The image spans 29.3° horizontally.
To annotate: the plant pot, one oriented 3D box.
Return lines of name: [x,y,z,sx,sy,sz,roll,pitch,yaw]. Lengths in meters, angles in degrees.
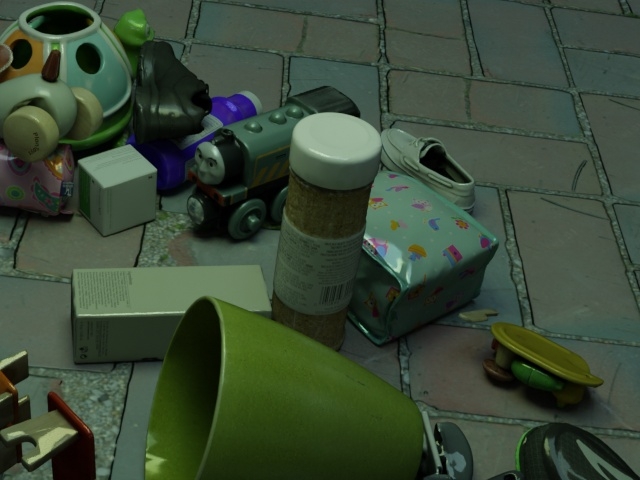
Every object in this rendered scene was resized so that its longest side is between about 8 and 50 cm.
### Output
plant pot: [-0.032,0.232,1.499,0.293,0.275,0.275,14,34,-20]

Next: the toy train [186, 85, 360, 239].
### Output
toy train: [-0.075,-0.132,2.005,0.334,0.190,0.142,-22,46,-36]

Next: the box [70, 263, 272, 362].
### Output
box: [-0.214,0.102,1.740,0.275,0.094,0.113,0,38,-13]

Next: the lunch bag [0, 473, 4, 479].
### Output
lunch bag: [-0.410,0.278,1.476,0.053,0.071,0.083,3,38,-6]

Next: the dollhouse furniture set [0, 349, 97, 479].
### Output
dollhouse furniture set: [-0.273,0.278,1.350,0.135,0.259,0.262,-26,49,-35]

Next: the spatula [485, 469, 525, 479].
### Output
spatula: [0.110,0.347,1.456,0.296,0.030,0.084,-28,43,2]

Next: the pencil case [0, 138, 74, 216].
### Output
pencil case: [-0.528,-0.105,1.929,0.284,0.124,0.124,5,37,-8]

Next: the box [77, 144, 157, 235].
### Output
box: [-0.324,-0.080,1.953,0.102,0.101,0.087,-22,47,-34]

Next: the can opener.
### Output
can opener: [0.170,0.330,1.538,0.095,0.076,0.283,0,38,-12]

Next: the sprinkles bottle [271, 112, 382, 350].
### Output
sprinkles bottle: [0.000,0.000,1.705,0.121,0.355,0.121,6,37,-5]

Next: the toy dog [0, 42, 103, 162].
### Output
toy dog: [-0.502,-0.237,1.881,0.333,0.161,0.220,6,26,-3]

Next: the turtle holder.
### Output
turtle holder: [-0.413,-0.281,2.096,0.320,0.227,0.243,-9,40,-24]

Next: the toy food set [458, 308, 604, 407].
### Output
toy food set: [0.301,0.180,1.787,0.218,0.071,0.128,29,17,21]

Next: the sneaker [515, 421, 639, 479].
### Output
sneaker: [0.410,0.371,1.432,0.185,0.202,0.483,-12,42,-28]

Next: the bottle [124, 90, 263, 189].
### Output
bottle: [-0.210,-0.182,2.123,0.118,0.092,0.283,22,37,27]

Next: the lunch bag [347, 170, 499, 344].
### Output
lunch bag: [0.100,0.005,1.891,0.223,0.160,0.262,-24,53,-36]

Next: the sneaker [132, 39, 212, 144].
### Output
sneaker: [-0.247,-0.246,2.057,0.130,0.109,0.286,0,37,-7]

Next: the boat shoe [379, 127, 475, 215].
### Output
boat shoe: [0.192,-0.141,2.167,0.095,0.084,0.258,-18,45,-32]
